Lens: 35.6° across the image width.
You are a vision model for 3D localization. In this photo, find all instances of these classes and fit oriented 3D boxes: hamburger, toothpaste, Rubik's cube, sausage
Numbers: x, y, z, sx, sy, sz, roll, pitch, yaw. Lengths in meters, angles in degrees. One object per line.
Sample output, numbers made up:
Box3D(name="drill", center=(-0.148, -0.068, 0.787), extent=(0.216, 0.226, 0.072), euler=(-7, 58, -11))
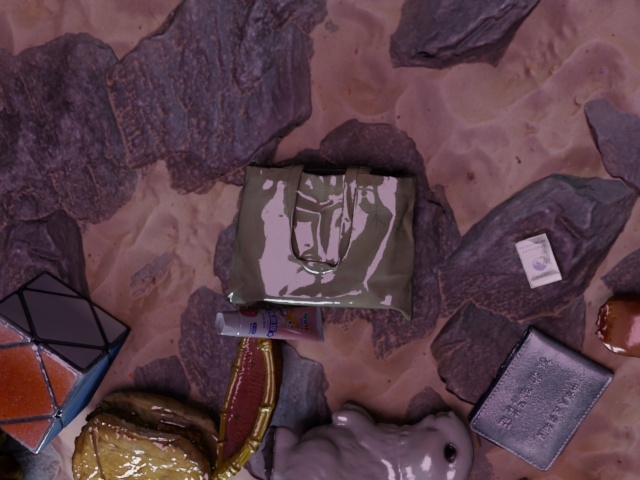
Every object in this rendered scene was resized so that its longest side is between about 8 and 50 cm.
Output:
Box3D(name="hamburger", center=(-0.319, 0.407, 1.843), extent=(0.283, 0.145, 0.260), euler=(17, 115, 4))
Box3D(name="toothpaste", center=(-0.081, 0.141, 1.684), extent=(0.043, 0.194, 0.067), euler=(-33, 60, 55))
Box3D(name="Rubik's cube", center=(-0.502, 0.214, 1.791), extent=(0.207, 0.205, 0.205), euler=(33, 112, 3))
Box3D(name="sausage", center=(0.607, 0.142, 1.549), extent=(0.348, 0.094, 0.097), euler=(5, 95, 14))

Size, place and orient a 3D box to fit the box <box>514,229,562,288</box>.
Box3D(name="box", center=(0.353, 0.030, 1.612), extent=(0.054, 0.024, 0.083), euler=(-19, 101, 17))

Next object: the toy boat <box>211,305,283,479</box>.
Box3D(name="toy boat", center=(-0.127, 0.269, 1.754), extent=(0.141, 0.099, 0.318), euler=(22, 104, 53))

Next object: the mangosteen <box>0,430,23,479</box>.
Box3D(name="mangosteen", center=(-0.682, 0.507, 1.929), extent=(0.274, 0.275, 0.302), euler=(14, 75, 9))

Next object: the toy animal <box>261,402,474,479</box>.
Box3D(name="toy animal", center=(0.087, 0.407, 1.715), extent=(0.357, 0.194, 0.258), euler=(-3, 70, 10))

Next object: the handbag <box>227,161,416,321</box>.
Box3D(name="handbag", center=(0.004, -0.003, 1.645), extent=(0.315, 0.109, 0.253), euler=(5, 104, 13))

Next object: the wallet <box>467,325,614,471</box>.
Box3D(name="wallet", center=(0.368, 0.271, 1.680), extent=(0.167, 0.036, 0.222), euler=(30, 112, 3))

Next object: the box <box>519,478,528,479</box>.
Box3D(name="box", center=(0.285, 0.541, 1.766), extent=(0.269, 0.079, 0.135), euler=(-34, 96, 22))
